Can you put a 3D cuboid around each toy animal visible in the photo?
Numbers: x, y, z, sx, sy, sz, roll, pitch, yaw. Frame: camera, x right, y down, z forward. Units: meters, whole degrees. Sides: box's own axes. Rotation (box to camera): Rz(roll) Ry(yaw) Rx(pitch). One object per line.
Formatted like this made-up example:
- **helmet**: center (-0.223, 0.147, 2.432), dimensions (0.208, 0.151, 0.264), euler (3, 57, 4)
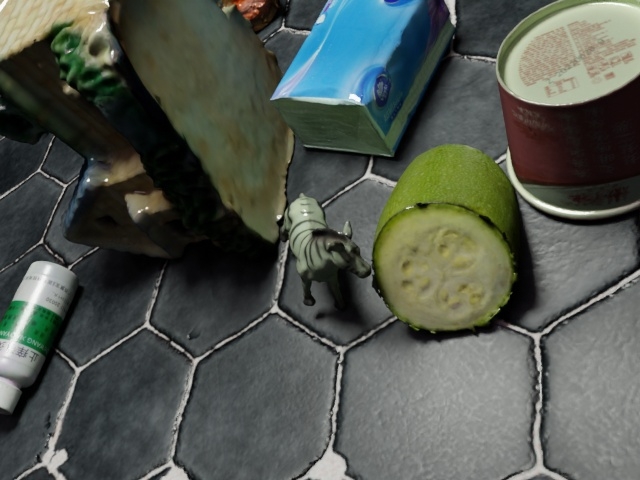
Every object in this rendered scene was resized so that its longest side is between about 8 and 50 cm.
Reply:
- **toy animal**: center (-0.005, 0.002, 0.904), dimensions (0.073, 0.176, 0.217), euler (-12, 46, -13)

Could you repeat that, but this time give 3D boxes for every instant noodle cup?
- **instant noodle cup**: center (0.320, -0.168, 0.816), dimensions (0.234, 0.178, 0.235), euler (-16, 49, 20)

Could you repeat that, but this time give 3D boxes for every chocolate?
- **chocolate**: center (-0.160, -0.491, 1.407), dimensions (0.133, 0.124, 0.127), euler (-23, 11, -16)

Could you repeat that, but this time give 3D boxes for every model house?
- **model house**: center (-0.315, -0.192, 1.073), dimensions (0.400, 0.445, 0.395), euler (-11, 55, 25)

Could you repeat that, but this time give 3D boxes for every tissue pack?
- **tissue pack**: center (0.069, -0.284, 1.092), dimensions (0.198, 0.146, 0.263), euler (13, 65, 38)

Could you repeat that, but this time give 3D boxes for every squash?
- **squash**: center (0.174, -0.013, 0.910), dimensions (0.189, 0.189, 0.260), euler (-19, 14, 21)

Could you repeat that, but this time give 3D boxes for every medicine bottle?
- **medicine bottle**: center (-0.510, 0.166, 1.179), dimensions (0.095, 0.095, 0.260), euler (-4, 58, 31)
